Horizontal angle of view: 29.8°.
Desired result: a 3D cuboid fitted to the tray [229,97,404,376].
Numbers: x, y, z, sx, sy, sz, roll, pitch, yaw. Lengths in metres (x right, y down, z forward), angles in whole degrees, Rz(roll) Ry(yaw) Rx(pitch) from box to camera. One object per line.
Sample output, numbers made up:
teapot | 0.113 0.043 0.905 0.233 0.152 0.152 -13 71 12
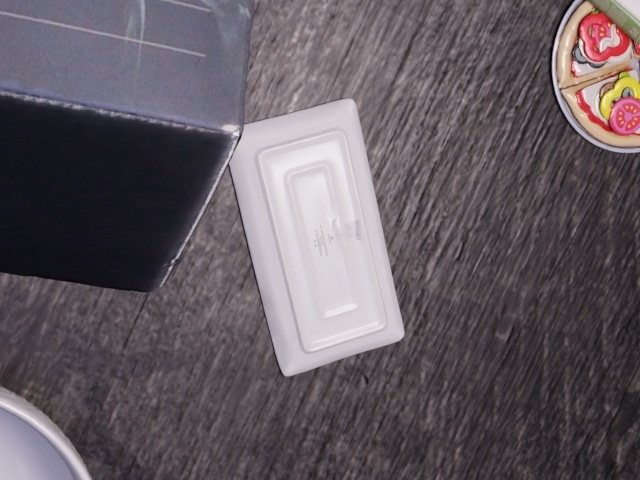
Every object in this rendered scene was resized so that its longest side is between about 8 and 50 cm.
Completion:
tray | 0.000 0.000 1.243 0.145 0.030 0.270 -17 104 -15

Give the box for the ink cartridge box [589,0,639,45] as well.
ink cartridge box | 0.314 -0.344 1.268 0.235 0.056 0.171 42 83 5

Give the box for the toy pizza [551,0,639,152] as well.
toy pizza | 0.347 -0.195 1.316 0.201 0.032 0.201 -3 100 -17

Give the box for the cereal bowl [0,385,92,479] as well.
cereal bowl | -0.374 0.275 1.115 0.339 0.141 0.338 -3 100 -17

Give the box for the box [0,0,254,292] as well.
box | -0.289 -0.257 0.774 0.480 0.297 0.471 9 67 -15
